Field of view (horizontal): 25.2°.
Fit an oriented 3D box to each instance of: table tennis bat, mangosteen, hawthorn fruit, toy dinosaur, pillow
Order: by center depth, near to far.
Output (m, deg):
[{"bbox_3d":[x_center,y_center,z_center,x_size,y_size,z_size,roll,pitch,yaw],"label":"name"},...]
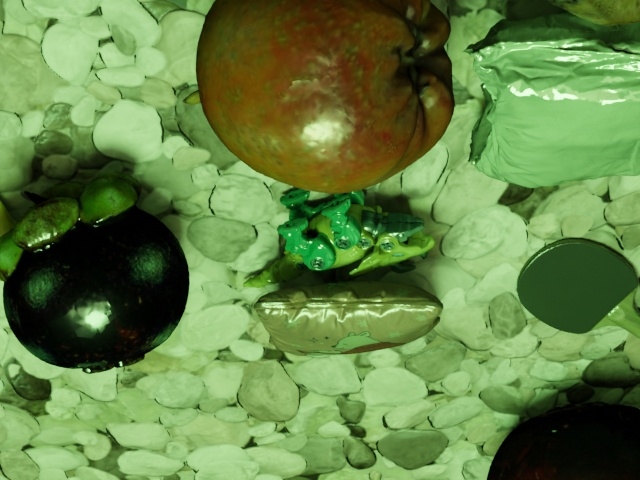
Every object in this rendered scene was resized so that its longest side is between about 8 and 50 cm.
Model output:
[{"bbox_3d":[-0.017,-0.180,1.500,0.298,0.277,0.277,-9,132,28],"label":"hawthorn fruit"},{"bbox_3d":[0.312,-0.150,1.581,0.310,0.138,0.283,-3,154,8],"label":"pillow"},{"bbox_3d":[-0.270,0.040,1.685,0.243,0.243,0.243,-2,129,-3],"label":"mangosteen"},{"bbox_3d":[0.000,0.000,1.745,0.259,0.094,0.153,-16,130,22],"label":"toy dinosaur"},{"bbox_3d":[0.038,0.098,1.781,0.236,0.084,0.223,-3,169,6],"label":"pillow"},{"bbox_3d":[0.368,0.080,1.875,0.246,0.022,0.138,29,121,-23],"label":"table tennis bat"},{"bbox_3d":[0.372,0.361,1.929,0.297,0.293,0.297,-1,142,-1],"label":"mangosteen"}]

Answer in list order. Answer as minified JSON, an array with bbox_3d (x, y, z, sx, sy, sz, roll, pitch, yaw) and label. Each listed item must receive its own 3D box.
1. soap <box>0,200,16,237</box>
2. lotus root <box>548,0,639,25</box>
[{"bbox_3d":[-0.408,-0.015,1.730,0.089,0.033,0.168,-15,128,5],"label":"soap"},{"bbox_3d":[0.315,-0.343,1.413,0.316,0.250,0.316,-9,135,-9],"label":"lotus root"}]
